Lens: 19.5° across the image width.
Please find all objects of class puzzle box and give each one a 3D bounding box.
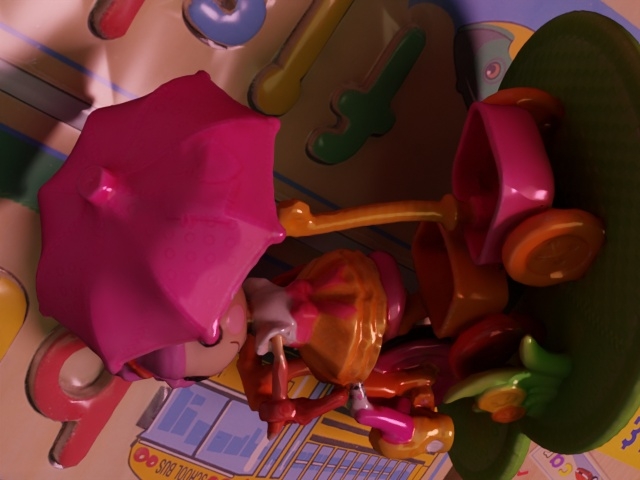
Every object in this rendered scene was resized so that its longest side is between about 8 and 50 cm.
[{"bbox_3d":[0.000,0.000,0.621,0.409,0.052,0.272,26,101,-40],"label":"puzzle box"}]

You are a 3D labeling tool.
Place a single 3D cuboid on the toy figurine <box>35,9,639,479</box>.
[{"bbox_3d":[-0.005,0.009,0.538,0.159,0.130,0.173,2,141,-19],"label":"toy figurine"}]
